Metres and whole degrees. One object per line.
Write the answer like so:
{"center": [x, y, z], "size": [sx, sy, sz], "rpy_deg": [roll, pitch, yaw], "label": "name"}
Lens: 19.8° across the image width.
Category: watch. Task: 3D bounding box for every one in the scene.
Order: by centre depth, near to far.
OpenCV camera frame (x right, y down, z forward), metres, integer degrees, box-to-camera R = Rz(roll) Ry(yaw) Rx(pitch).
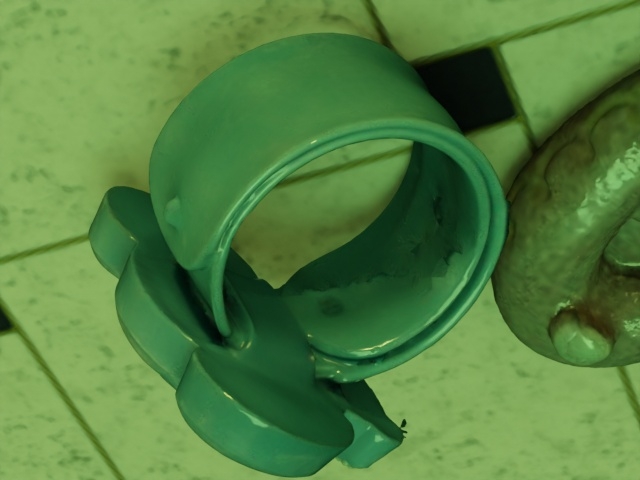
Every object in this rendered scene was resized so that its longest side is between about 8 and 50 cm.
{"center": [0.000, 0.000, 0.939], "size": [0.211, 0.211, 0.193], "rpy_deg": [31, 108, -23], "label": "watch"}

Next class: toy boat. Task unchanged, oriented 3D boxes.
{"center": [0.187, -0.007, 0.964], "size": [0.155, 0.085, 0.227], "rpy_deg": [35, 124, -26], "label": "toy boat"}
